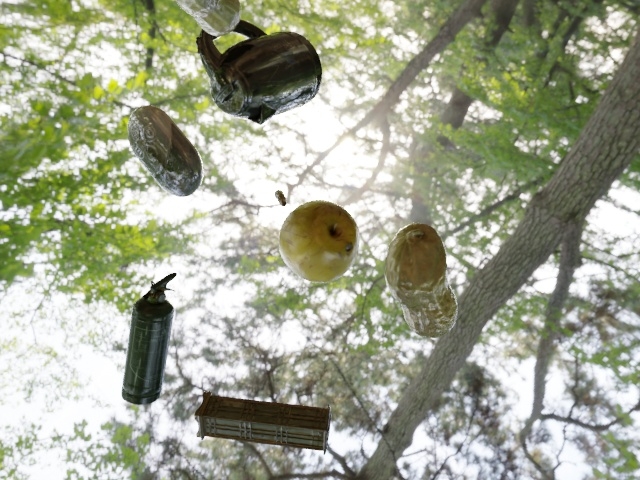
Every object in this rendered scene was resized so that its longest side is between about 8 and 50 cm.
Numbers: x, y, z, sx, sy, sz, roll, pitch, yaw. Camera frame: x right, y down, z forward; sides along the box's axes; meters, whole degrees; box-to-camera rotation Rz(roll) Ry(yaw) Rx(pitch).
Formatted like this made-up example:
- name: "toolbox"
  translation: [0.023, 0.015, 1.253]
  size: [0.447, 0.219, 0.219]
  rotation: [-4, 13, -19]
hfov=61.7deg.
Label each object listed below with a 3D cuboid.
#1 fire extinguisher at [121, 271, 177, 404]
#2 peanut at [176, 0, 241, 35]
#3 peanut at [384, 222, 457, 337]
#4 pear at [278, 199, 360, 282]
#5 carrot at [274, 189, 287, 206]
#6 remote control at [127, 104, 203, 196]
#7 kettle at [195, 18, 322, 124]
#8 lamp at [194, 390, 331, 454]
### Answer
- name: "fire extinguisher"
  translation: [-0.396, 0.227, 1.256]
  size: [0.096, 0.310, 0.115]
  rotation: [24, -159, 35]
- name: "peanut"
  translation: [-0.211, -0.449, 1.002]
  size: [0.099, 0.090, 0.214]
  rotation: [39, -172, 12]
- name: "peanut"
  translation: [0.235, 0.106, 1.285]
  size: [0.159, 0.291, 0.143]
  rotation: [-25, -157, -19]
- name: "pear"
  translation: [0.000, 0.000, 1.714]
  size: [0.281, 0.280, 0.280]
  rotation: [13, -146, -9]
- name: "carrot"
  translation: [-0.130, -0.139, 1.771]
  size: [0.036, 0.035, 0.165]
  rotation: [9, -165, -14]
- name: "remote control"
  translation: [-0.511, -0.291, 1.756]
  size: [0.332, 0.221, 0.103]
  rotation: [49, -139, 2]
- name: "kettle"
  translation: [-0.195, -0.486, 1.506]
  size: [0.320, 0.228, 0.324]
  rotation: [57, -138, -5]
- name: "lamp"
  translation: [-0.139, 0.447, 1.321]
  size: [0.326, 0.089, 0.090]
  rotation: [5, -150, 4]
